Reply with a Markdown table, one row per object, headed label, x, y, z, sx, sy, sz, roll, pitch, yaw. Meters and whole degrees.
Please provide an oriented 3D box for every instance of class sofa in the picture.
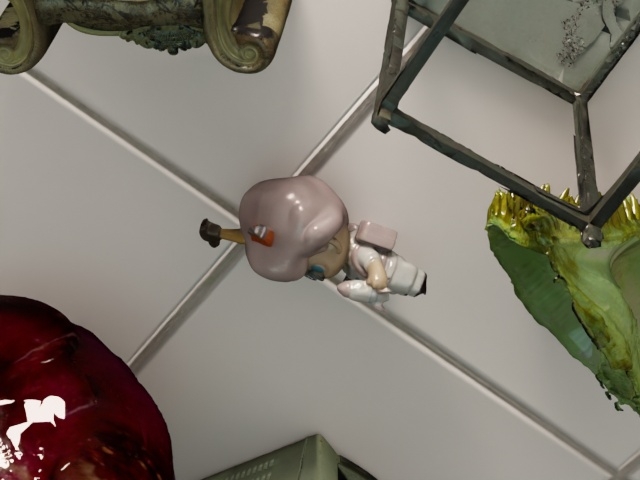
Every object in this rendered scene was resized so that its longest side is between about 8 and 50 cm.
| label | x | y | z | sx | sy | sz | roll | pitch | yaw |
| --- | --- | --- | --- | --- | --- | --- | --- | --- | --- |
| sofa | -0.158 | -0.211 | 1.366 | 0.258 | 0.200 | 0.182 | 0 | 120 | 5 |

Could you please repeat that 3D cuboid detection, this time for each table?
| label | x | y | z | sx | sy | sz | roll | pitch | yaw |
| --- | --- | --- | --- | --- | --- | --- | --- | --- | --- |
| table | 0.225 | -0.224 | 1.264 | 0.222 | 0.272 | 0.335 | 28 | 121 | -10 |

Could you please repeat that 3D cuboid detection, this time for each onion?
| label | x | y | z | sx | sy | sz | roll | pitch | yaw |
| --- | --- | --- | --- | --- | --- | --- | --- | --- | --- |
| onion | -0.320 | 0.297 | 1.614 | 0.398 | 0.398 | 0.420 | -6 | 138 | 11 |

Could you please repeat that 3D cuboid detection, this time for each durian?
| label | x | y | z | sx | sy | sz | roll | pitch | yaw |
| --- | --- | --- | --- | --- | --- | --- | --- | --- | --- |
| durian | 0.235 | 0.051 | 1.445 | 0.163 | 0.198 | 0.394 | -3 | 160 | 18 |

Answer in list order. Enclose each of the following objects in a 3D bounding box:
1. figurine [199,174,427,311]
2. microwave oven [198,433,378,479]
| label | x | y | z | sx | sy | sz | roll | pitch | yaw |
| --- | --- | --- | --- | --- | --- | --- | --- | --- | --- |
| figurine | 0.000 | 0.000 | 1.529 | 0.229 | 0.137 | 0.112 | 23 | 90 | -12 |
| microwave oven | -0.024 | 0.471 | 1.746 | 0.333 | 0.247 | 0.394 | -24 | 116 | 19 |
